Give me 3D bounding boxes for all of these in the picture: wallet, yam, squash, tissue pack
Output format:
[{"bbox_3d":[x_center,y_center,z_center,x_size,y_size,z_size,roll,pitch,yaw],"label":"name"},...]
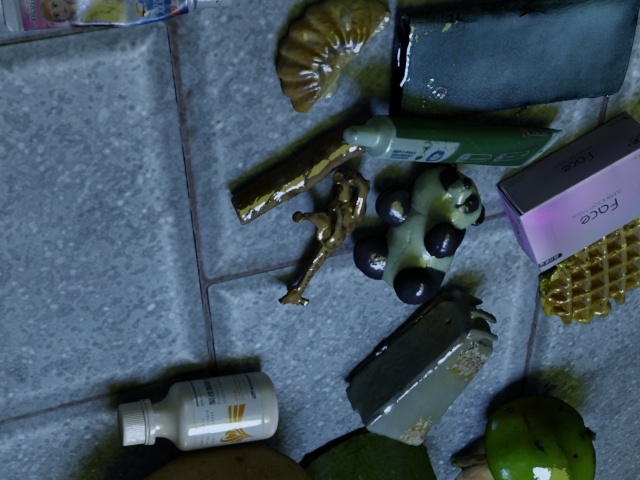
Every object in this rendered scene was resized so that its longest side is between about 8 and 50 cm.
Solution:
[{"bbox_3d":[0.280,-0.265,1.385,0.378,0.046,0.191,-13,134,-15],"label":"wallet"},{"bbox_3d":[-0.021,-0.100,1.386,0.241,0.057,0.057,-31,133,3],"label":"yam"},{"bbox_3d":[0.122,0.562,1.822,0.310,0.309,0.310,-13,132,-15],"label":"squash"},{"bbox_3d":[0.424,-0.079,1.571,0.246,0.092,0.149,-30,132,3],"label":"tissue pack"}]

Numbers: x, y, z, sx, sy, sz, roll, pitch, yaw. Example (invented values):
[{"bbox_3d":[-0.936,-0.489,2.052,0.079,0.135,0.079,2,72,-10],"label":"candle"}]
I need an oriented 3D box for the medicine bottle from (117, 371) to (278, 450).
[{"bbox_3d":[-0.201,0.283,1.583,0.252,0.114,0.114,-5,129,-19],"label":"medicine bottle"}]

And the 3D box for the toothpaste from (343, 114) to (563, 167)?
[{"bbox_3d":[0.193,-0.144,1.409,0.392,0.061,0.099,-1,150,-37],"label":"toothpaste"}]

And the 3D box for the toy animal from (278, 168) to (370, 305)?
[{"bbox_3d":[0.006,-0.005,1.463,0.149,0.054,0.276,-37,159,-33],"label":"toy animal"}]

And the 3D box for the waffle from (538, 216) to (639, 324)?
[{"bbox_3d":[0.487,0.047,1.728,0.249,0.056,0.253,31,112,-38],"label":"waffle"}]

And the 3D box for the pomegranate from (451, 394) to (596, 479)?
[{"bbox_3d":[0.390,0.426,1.900,0.301,0.236,0.236,-24,137,26],"label":"pomegranate"}]

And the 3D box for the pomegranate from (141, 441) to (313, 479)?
[{"bbox_3d":[-0.153,0.541,1.629,0.416,0.417,0.417,-12,131,-14],"label":"pomegranate"}]

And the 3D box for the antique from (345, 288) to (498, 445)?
[{"bbox_3d":[0.187,0.214,1.686,0.150,0.125,0.284,23,115,-36],"label":"antique"}]

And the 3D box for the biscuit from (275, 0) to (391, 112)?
[{"bbox_3d":[0.010,-0.247,1.275,0.118,0.061,0.183,30,112,-37],"label":"biscuit"}]

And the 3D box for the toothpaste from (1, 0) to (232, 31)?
[{"bbox_3d":[-0.238,-0.294,1.139,0.266,0.061,0.096,-6,131,-11],"label":"toothpaste"}]

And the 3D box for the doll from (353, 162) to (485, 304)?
[{"bbox_3d":[0.156,-0.012,1.489,0.135,0.143,0.234,-20,141,-49],"label":"doll"}]
